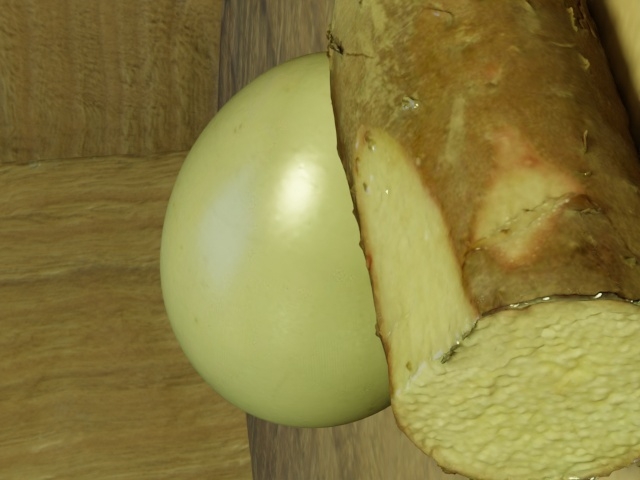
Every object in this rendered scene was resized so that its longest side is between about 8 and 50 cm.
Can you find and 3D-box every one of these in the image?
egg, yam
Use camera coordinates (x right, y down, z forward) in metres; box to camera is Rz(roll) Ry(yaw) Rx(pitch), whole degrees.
[{"bbox_3d":[0.000,0.000,1.077,0.253,0.188,0.188,101,164,-46],"label":"egg"},{"bbox_3d":[0.074,-0.025,0.746,0.128,0.129,0.238,41,-149,-45],"label":"yam"}]
